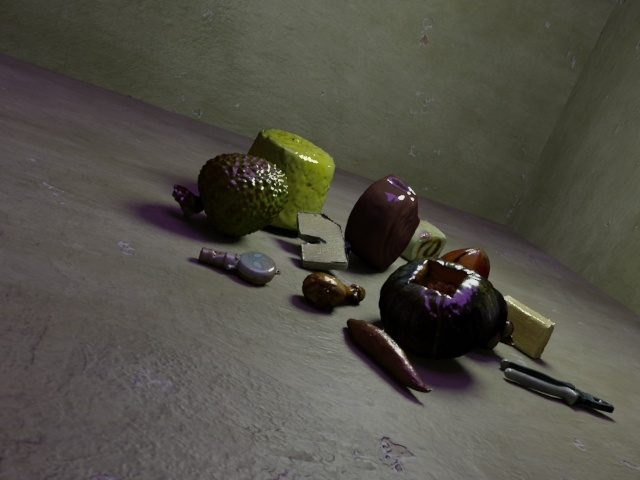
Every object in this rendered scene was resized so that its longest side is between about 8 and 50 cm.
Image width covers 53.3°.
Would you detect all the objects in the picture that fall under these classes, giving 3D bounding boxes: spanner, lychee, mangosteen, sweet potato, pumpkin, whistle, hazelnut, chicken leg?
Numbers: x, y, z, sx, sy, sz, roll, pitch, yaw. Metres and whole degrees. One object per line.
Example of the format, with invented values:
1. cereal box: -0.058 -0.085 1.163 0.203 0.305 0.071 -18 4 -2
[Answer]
1. spanner: 0.649 0.405 1.749 0.325 0.040 0.095 21 16 0
2. lychee: -0.255 -0.138 1.921 0.320 0.270 0.270 -29 42 -24
3. mangosteen: 0.472 0.230 1.867 0.230 0.194 0.194 45 12 -10
4. sweet potato: 0.152 0.255 1.504 0.066 0.072 0.314 28 5 -44
5. pumpkin: 0.306 0.173 1.682 0.320 0.192 0.320 -2 32 2
6. whistle: -0.211 0.064 1.680 0.220 0.057 0.107 15 30 -11
7. hazelnut: 0.500 0.110 2.230 0.208 0.208 0.208 21 15 -6
8. chicken leg: 0.045 0.137 1.740 0.107 0.087 0.251 45 19 30

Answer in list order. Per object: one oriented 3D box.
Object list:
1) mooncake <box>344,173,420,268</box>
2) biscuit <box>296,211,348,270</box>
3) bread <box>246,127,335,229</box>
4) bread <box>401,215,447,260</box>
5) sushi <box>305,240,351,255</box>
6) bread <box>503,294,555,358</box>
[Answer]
1. mooncake: 0.229 -0.056 2.195 0.174 0.326 0.334 34 41 25
2. biscuit: 0.000 0.000 2.023 0.147 0.046 0.250 2 41 -11
3. bread: -0.125 -0.211 2.246 0.348 0.307 0.348 24 13 -6
4. bread: 0.337 -0.043 2.612 0.187 0.155 0.338 4 24 -39
5. sushi: 0.023 0.018 2.112 0.150 0.078 0.090 28 22 15
6. bread: 0.632 0.270 2.016 0.068 0.125 0.188 3 24 -47
